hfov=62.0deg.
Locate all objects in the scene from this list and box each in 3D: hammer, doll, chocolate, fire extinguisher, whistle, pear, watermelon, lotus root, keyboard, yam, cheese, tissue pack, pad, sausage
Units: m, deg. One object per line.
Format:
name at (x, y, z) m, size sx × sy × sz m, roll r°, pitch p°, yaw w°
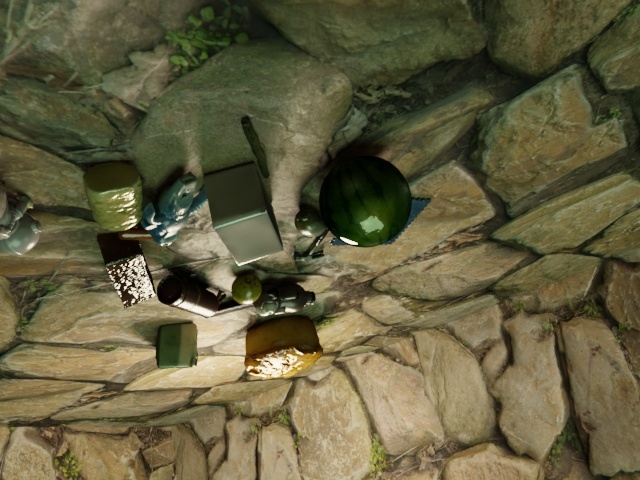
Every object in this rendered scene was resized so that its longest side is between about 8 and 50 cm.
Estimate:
hammer at (0.000, 0.000, 1.770) m, size 0.103 × 0.029 × 0.246 m, roll 0°, pitch 149°, yaw -28°
doll at (-0.712, -0.051, 1.155) m, size 0.150 × 0.151 × 0.287 m, roll -14°, pitch 157°, yaw -2°
chocolate at (-0.561, 0.089, 1.566) m, size 0.111 × 0.112 × 0.321 m, roll -17°, pitch 155°, yaw -18°
fire extinguisher at (-0.426, 0.190, 1.832) m, size 0.141 × 0.105 × 0.341 m, roll -46°, pitch 159°, yaw -1°
doll at (-0.152, 0.219, 2.018) m, size 0.257 × 0.118 × 0.182 m, roll 0°, pitch 164°, yaw -37°
whistle at (-0.374, -0.075, 1.343) m, size 0.180 × 0.093 × 0.269 m, roll -26°, pitch 167°, yaw -43°
pear at (-0.262, 0.170, 1.882) m, size 0.107 × 0.107 × 0.131 m, roll -6°, pitch 138°, yaw -19°
watermelon at (0.115, -0.102, 1.393) m, size 0.242 × 0.243 × 0.242 m, roll -12°, pitch 154°, yaw -6°
lotus root at (-0.027, -0.048, 1.604) m, size 0.088 × 0.088 × 0.165 m, roll -23°, pitch 163°, yaw 15°
keyboard at (-0.351, 0.267, 2.096) m, size 0.230 × 0.025 × 0.094 m, roll -13°, pitch 166°, yaw -5°
yam at (-0.149, -0.214, 1.269) m, size 0.027 × 0.029 × 0.234 m, roll 9°, pitch 158°, yaw 11°
cheese at (-0.475, -0.099, 1.236) m, size 0.123 × 0.094 × 0.167 m, roll -4°, pitch 152°, yaw -17°
tissue pack at (-0.194, -0.065, 1.388) m, size 0.135 × 0.160 × 0.246 m, roll -17°, pitch 153°, yaw 0°
pad at (0.195, -0.059, 1.750) m, size 0.269 × 0.012 × 0.269 m, roll -1°, pitch 146°, yaw -29°
sausage at (-0.478, -0.023, 1.445) m, size 0.131 × 0.041 × 0.039 m, roll -1°, pitch 129°, yaw -28°

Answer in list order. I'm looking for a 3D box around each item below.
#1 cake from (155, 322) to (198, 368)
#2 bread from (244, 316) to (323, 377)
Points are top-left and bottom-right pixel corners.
cake at (-0.608, 0.415, 2.235) m, size 0.157 × 0.172 × 0.283 m, roll 3°, pitch -178°, yaw -20°
bread at (-0.172, 0.501, 2.460) m, size 0.397 × 0.215 × 0.398 m, roll -12°, pitch 153°, yaw -6°
